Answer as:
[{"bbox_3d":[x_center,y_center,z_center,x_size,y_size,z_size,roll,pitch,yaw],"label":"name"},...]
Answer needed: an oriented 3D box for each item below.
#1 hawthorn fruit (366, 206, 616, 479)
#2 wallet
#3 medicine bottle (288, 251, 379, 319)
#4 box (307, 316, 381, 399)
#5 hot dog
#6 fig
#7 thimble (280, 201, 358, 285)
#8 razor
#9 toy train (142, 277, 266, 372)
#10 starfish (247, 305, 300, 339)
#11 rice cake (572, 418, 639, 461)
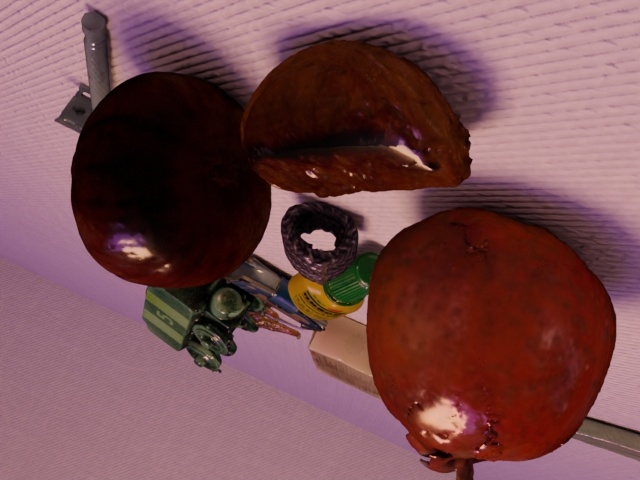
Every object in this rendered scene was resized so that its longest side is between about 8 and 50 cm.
[{"bbox_3d":[0.170,0.131,0.776,0.276,0.307,0.276,10,162,3],"label":"hawthorn fruit"},{"bbox_3d":[-0.078,0.104,1.410,0.202,0.059,0.141,34,167,-18],"label":"wallet"},{"bbox_3d":[0.030,0.070,1.143,0.111,0.076,0.309,28,161,-9],"label":"medicine bottle"},{"bbox_3d":[0.072,0.243,1.526,0.168,0.095,0.212,20,160,13],"label":"box"},{"bbox_3d":[0.032,-0.096,0.648,0.227,0.099,0.160,9,155,40],"label":"hot dog"},{"bbox_3d":[-0.168,-0.061,0.794,0.214,0.235,0.235,21,162,29],"label":"fig"},{"bbox_3d":[-0.001,-0.002,0.969,0.104,0.095,0.066,57,166,29],"label":"thimble"},{"bbox_3d":[-0.267,-0.191,0.869,0.106,0.068,0.232,26,157,-2],"label":"razor"},{"bbox_3d":[-0.251,0.147,1.552,0.238,0.167,0.299,37,147,2],"label":"toy train"},{"bbox_3d":[-0.162,0.167,1.720,0.247,0.050,0.138,16,159,10],"label":"starfish"},{"bbox_3d":[0.508,0.356,1.329,0.221,0.042,0.080,10,160,38],"label":"rice cake"}]
